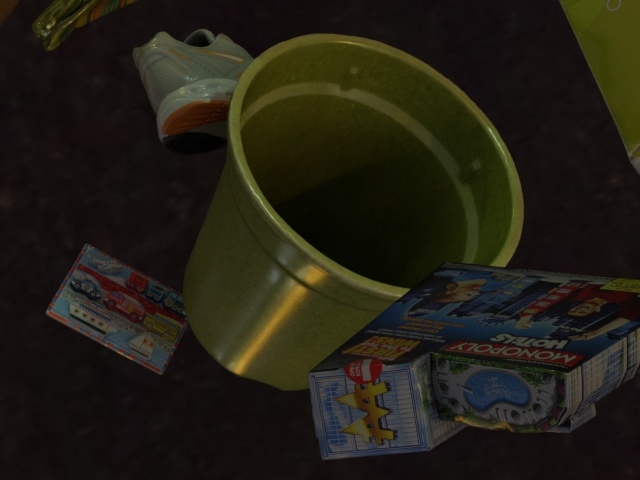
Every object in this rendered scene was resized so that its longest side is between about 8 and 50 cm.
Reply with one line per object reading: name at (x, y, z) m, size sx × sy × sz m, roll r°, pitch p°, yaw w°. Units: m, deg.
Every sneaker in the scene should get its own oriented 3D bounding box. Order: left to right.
sneaker at (-0.073, -0.150, 1.638) m, size 0.099 × 0.262 × 0.121 m, roll -39°, pitch 66°, yaw 27°

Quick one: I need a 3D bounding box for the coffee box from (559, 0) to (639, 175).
coffee box at (0.450, -0.242, 1.776) m, size 0.338 × 0.334 × 0.337 m, roll -27°, pitch 64°, yaw 16°

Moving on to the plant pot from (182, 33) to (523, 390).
plant pot at (0.000, 0.000, 1.527) m, size 0.276 × 0.276 × 0.254 m, roll 51°, pitch 138°, yaw 12°

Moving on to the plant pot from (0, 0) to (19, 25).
plant pot at (-0.370, -0.210, 1.426) m, size 0.237 × 0.237 × 0.254 m, roll 37°, pitch 111°, yaw 20°

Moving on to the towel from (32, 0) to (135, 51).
towel at (-0.064, -0.184, 1.051) m, size 0.102 × 0.237 × 0.021 m, roll -26°, pitch 95°, yaw 56°

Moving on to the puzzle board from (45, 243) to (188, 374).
puzzle board at (-0.193, 0.066, 1.667) m, size 0.128 × 0.096 × 0.011 m, roll 28°, pitch 139°, yaw -4°

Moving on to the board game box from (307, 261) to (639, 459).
board game box at (0.096, 0.076, 1.014) m, size 0.194 × 0.194 × 0.060 m, roll 5°, pitch 112°, yaw 43°
